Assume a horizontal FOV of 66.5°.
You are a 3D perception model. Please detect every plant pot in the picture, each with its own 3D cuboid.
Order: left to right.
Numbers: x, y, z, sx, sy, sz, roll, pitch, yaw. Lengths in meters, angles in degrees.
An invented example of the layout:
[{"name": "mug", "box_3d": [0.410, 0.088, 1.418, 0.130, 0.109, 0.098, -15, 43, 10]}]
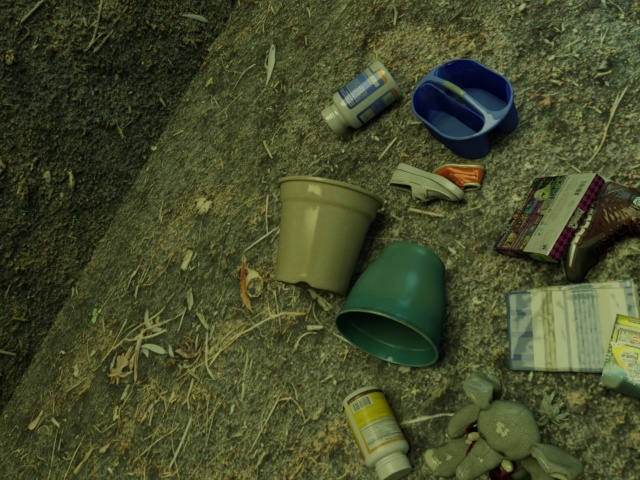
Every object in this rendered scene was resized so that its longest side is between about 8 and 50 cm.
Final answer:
[{"name": "plant pot", "box_3d": [0.000, 0.000, 1.493, 0.334, 0.334, 0.305, 6, 81, 37]}, {"name": "plant pot", "box_3d": [0.209, 0.154, 1.285, 0.272, 0.271, 0.255, 2, 51, 36]}]

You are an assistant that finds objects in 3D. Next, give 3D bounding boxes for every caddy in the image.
[{"name": "caddy", "box_3d": [0.433, -0.411, 1.481, 0.241, 0.179, 0.341, -44, 49, 8]}]

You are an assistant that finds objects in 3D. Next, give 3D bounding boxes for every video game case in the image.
[{"name": "video game case", "box_3d": [0.561, -0.059, 1.217, 0.232, 0.042, 0.210, -57, 15, -6]}]

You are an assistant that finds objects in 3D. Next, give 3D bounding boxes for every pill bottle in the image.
[{"name": "pill bottle", "box_3d": [0.141, -0.502, 1.753, 0.272, 0.152, 0.152, -35, 50, 14]}, {"name": "pill bottle", "box_3d": [0.143, 0.485, 1.224, 0.117, 0.117, 0.215, -37, 50, 13]}]

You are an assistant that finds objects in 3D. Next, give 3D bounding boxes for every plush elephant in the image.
[{"name": "plush elephant", "box_3d": [0.372, 0.425, 1.004, 0.330, 0.255, 0.272, -49, 48, 2]}]

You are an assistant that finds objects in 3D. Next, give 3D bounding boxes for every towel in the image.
[{"name": "towel", "box_3d": [0.583, 0.202, 1.132, 0.285, 0.034, 0.209, -10, 62, 33]}]

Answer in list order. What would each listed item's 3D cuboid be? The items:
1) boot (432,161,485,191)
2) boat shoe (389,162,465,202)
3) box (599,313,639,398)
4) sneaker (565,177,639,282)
[{"name": "boot", "box_3d": [0.406, -0.186, 1.456, 0.158, 0.059, 0.084, 1, 71, 34]}, {"name": "boat shoe", "box_3d": [0.314, -0.159, 1.481, 0.268, 0.096, 0.088, 33, 90, 43]}, {"name": "box", "box_3d": [0.701, 0.253, 0.966, 0.233, 0.044, 0.159, 12, 80, 39]}, {"name": "sneaker", "box_3d": [0.688, -0.016, 1.134, 0.163, 0.106, 0.281, 17, 75, 37]}]
